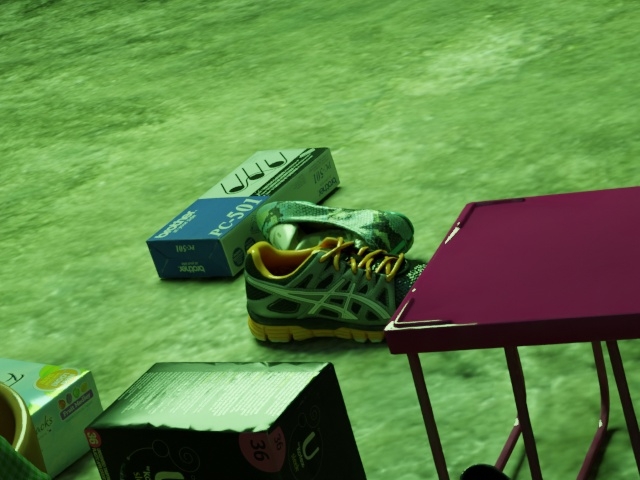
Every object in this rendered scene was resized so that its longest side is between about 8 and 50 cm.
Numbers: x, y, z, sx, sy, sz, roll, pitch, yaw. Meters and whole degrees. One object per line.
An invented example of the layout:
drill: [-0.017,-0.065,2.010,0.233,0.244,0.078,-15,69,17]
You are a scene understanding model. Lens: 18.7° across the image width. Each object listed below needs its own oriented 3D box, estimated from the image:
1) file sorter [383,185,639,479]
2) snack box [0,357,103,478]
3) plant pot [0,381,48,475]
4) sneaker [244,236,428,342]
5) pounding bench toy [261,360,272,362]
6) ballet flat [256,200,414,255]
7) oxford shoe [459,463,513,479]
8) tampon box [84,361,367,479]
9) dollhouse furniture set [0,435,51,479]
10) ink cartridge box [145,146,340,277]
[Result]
file sorter: [0.227,0.082,1.306,0.291,0.182,0.202,-5,24,24]
snack box: [-0.310,0.167,1.638,0.207,0.070,0.174,5,30,39]
plant pot: [-0.296,0.246,1.268,0.291,0.203,0.291,-14,22,6]
sneaker: [0.026,0.037,1.687,0.215,0.083,0.084,-6,23,21]
pounding bench toy: [-0.029,0.125,1.540,0.083,0.065,0.052,-33,27,-35]
ballet flat: [0.000,0.000,1.824,0.188,0.070,0.070,0,27,42]
oxford shoe: [0.128,0.224,1.152,0.097,0.098,0.271,-20,22,-8]
tampon box: [-0.065,0.162,1.407,0.161,0.120,0.101,-2,26,32]
dollhouse furniture set: [-0.144,0.265,0.977,0.151,0.197,0.301,0,55,42]
ink cartridge box: [-0.075,-0.030,1.962,0.097,0.046,0.207,-1,27,37]
